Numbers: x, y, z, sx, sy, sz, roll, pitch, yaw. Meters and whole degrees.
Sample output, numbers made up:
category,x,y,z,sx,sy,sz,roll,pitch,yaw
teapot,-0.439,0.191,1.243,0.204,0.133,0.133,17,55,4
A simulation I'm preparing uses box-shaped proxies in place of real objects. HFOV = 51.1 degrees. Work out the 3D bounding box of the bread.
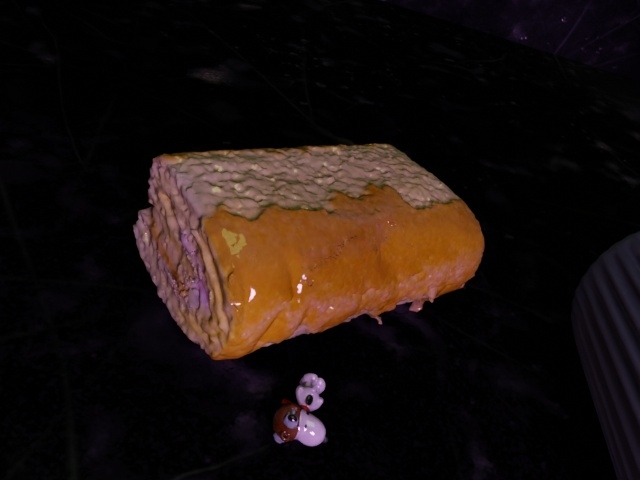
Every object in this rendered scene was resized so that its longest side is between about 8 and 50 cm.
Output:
category,x,y,z,sx,sy,sz,roll,pitch,yaw
bread,0.000,0.000,0.787,0.375,0.165,0.236,-11,49,-39

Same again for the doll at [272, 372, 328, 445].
category,x,y,z,sx,sy,sz,roll,pitch,yaw
doll,-0.019,0.166,0.665,0.058,0.040,0.085,22,37,-21

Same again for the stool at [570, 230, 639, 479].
category,x,y,z,sx,sy,sz,roll,pitch,yaw
stool,0.436,0.158,0.704,0.297,0.297,0.330,17,31,-6
